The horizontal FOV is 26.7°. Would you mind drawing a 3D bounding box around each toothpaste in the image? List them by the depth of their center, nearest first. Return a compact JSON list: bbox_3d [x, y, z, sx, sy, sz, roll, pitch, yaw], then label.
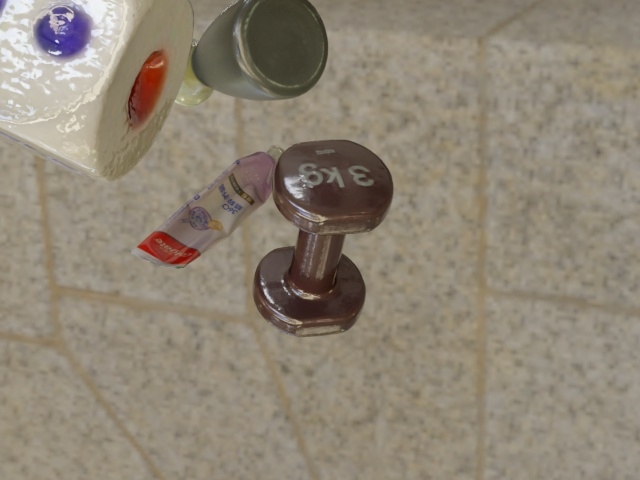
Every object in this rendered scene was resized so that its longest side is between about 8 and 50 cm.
[{"bbox_3d":[-0.133,-0.046,1.796,0.301,0.075,0.048,-46,-7,-45],"label":"toothpaste"}]

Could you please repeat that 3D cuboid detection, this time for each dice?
[{"bbox_3d":[-0.305,-0.222,1.543,0.259,0.251,0.243,38,-104,-81],"label":"dice"}]

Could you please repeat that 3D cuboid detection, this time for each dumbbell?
[{"bbox_3d":[0.000,0.000,1.556,0.225,0.140,0.124,102,158,-47],"label":"dumbbell"}]

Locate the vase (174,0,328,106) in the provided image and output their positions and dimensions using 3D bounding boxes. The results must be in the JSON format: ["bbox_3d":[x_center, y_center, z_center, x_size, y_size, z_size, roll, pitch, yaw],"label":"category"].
[{"bbox_3d":[-0.141,-0.291,2.165,0.173,0.321,0.173,3,-96,-34],"label":"vase"}]
